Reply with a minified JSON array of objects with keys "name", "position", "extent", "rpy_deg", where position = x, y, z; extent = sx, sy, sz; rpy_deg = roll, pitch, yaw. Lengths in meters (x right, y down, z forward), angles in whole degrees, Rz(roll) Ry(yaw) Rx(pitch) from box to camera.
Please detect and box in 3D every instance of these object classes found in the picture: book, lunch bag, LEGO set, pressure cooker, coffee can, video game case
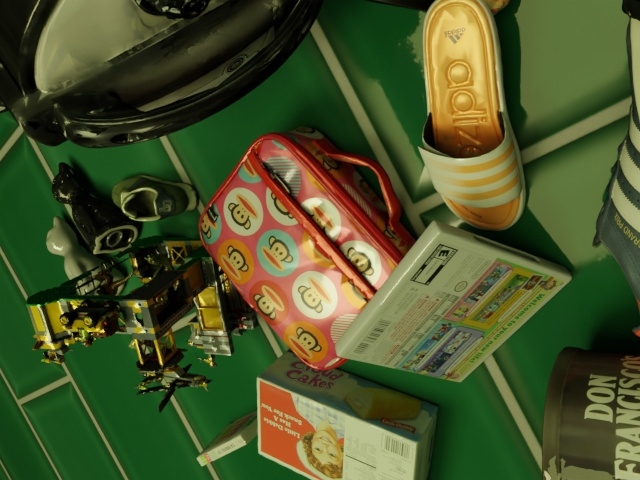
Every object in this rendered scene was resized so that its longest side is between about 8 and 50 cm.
[{"name":"book","position":[-0.145,0.344,0.899],"extent":[0.144,0.096,0.035],"rpy_deg":[-38,85,35]},{"name":"lunch bag","position":[0.000,0.000,0.681],"extent":[0.293,0.120,0.258],"rpy_deg":[48,121,6]},{"name":"LEGO set","position":[-0.243,0.124,0.770],"extent":[0.254,0.331,0.192],"rpy_deg":[-4,108,11]},{"name":"pressure cooker","position":[-0.216,-0.312,0.539],"extent":[0.369,0.375,0.421],"rpy_deg":[-39,84,32]},{"name":"coffee can","position":[0.368,0.206,0.453],"extent":[0.275,0.201,0.202],"rpy_deg":[-4,105,38]},{"name":"video game case","position":[0.149,0.084,0.595],"extent":[0.193,0.023,0.212],"rpy_deg":[17,126,-23]}]

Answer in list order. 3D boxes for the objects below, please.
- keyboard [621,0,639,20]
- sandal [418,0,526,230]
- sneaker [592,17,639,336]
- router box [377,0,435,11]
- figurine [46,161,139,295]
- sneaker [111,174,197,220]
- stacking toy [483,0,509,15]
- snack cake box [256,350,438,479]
[{"name":"keyboard","position":[0.331,-0.186,0.391],"extent":[0.191,0.100,0.038],"rpy_deg":[19,163,-5]},{"name":"sandal","position":[0.147,-0.113,0.538],"extent":[0.101,0.076,0.266],"rpy_deg":[-1,123,34]},{"name":"sneaker","position":[0.312,-0.063,0.466],"extent":[0.131,0.148,0.351],"rpy_deg":[-4,86,-9]},{"name":"router box","position":[0.033,-0.332,0.415],"extent":[0.080,0.308,0.243],"rpy_deg":[24,117,27]},{"name":"figurine","position":[-0.457,-0.011,0.981],"extent":[0.209,0.092,0.215],"rpy_deg":[42,125,22]},{"name":"sneaker","position":[-0.304,-0.070,0.855],"extent":[0.192,0.086,0.064],"rpy_deg":[6,110,30]},{"name":"stacking toy","position":[0.211,-0.308,0.424],"extent":[0.166,0.175,0.302],"rpy_deg":[61,142,20]},{"name":"snack cake box","position":[0.033,0.290,0.775],"extent":[0.264,0.089,0.152],"rpy_deg":[14,116,28]}]
